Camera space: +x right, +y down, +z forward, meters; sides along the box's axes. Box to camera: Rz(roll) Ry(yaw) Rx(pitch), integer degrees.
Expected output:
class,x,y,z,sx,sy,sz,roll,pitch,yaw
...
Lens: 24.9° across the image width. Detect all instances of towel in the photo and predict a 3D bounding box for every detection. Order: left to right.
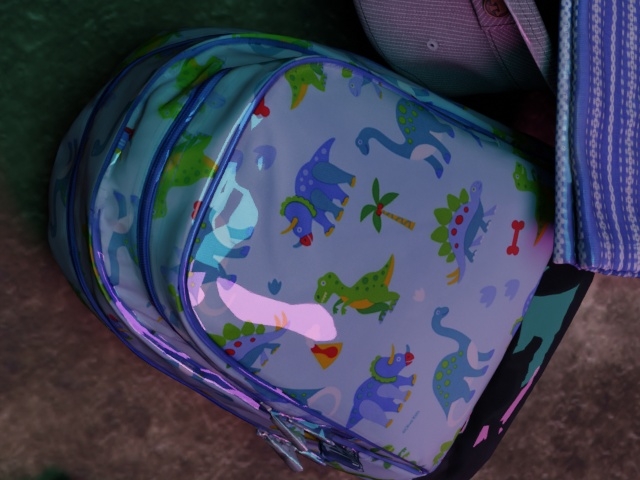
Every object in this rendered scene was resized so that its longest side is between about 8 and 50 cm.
class,x,y,z,sx,sy,sz,roll,pitch,yaw
towel,0.240,-0.091,1.025,0.336,0.040,0.243,6,85,-60

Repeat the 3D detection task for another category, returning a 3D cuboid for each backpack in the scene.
class,x,y,z,sx,sy,sz,roll,pitch,yaw
backpack,0.000,0.000,0.956,0.355,0.273,0.290,30,90,-15

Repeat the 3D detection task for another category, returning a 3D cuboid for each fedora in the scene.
class,x,y,z,sx,sy,sz,roll,pitch,yaw
fedora,0.093,-0.186,0.995,0.124,0.244,0.275,-18,135,20
